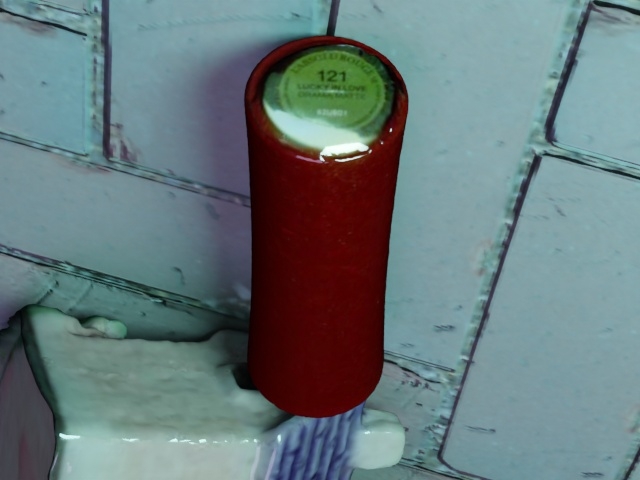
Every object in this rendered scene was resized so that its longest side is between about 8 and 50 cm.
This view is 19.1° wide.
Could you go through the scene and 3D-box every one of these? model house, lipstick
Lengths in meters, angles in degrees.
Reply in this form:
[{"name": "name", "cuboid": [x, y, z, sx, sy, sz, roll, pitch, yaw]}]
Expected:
[{"name": "model house", "cuboid": [-0.079, 0.164, 1.149, 0.237, 0.202, 0.236, 4, 111, -19]}, {"name": "lipstick", "cuboid": [0.000, 0.000, 0.965, 0.080, 0.080, 0.241, 13, 145, 7]}]
